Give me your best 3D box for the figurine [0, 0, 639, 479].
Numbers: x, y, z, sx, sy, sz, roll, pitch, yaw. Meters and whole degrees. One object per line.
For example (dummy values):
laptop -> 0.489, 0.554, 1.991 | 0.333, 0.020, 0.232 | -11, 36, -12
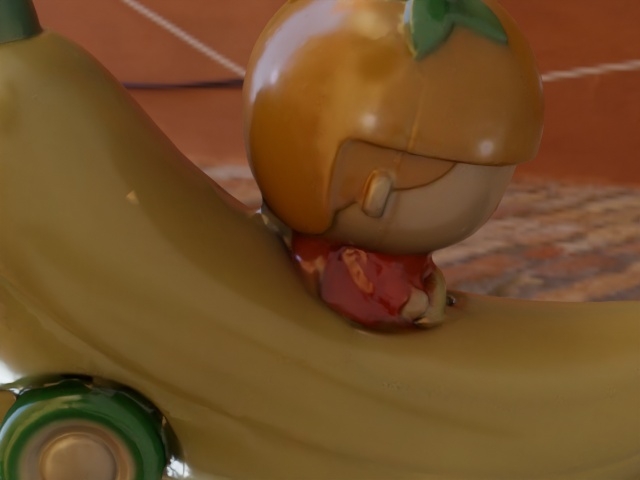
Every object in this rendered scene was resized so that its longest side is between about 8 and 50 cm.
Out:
figurine -> 0.000, 0.000, 0.532 | 0.124, 0.324, 0.222 | -101, 26, -73
